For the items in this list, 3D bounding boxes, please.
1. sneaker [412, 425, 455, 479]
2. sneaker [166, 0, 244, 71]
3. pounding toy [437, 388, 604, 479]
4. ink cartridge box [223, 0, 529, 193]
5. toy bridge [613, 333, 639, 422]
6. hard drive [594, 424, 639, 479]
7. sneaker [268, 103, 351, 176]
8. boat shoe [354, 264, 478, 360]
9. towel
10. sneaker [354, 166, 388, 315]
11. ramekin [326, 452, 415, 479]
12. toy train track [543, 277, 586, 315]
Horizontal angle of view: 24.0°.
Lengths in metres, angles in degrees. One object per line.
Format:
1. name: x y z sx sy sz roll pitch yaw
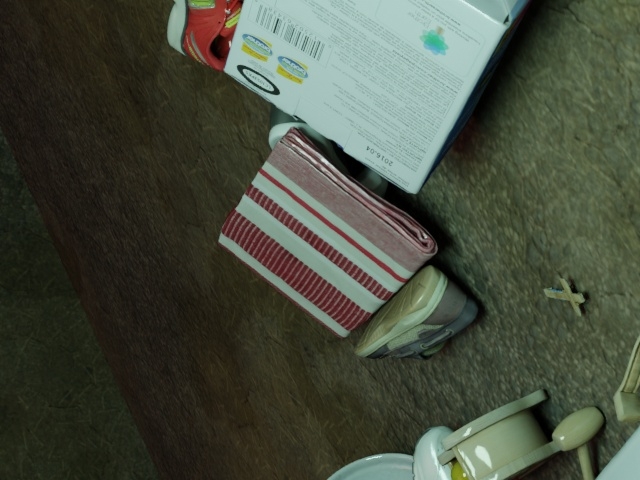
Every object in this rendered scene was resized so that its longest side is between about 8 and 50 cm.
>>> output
1. sneaker: 0.233 0.370 1.999 0.297 0.111 0.129 57 144 5
2. sneaker: -0.144 -0.353 2.144 0.118 0.107 0.279 36 149 19
3. pounding toy: 0.233 0.283 1.821 0.155 0.154 0.269 61 157 14
4. ink cartridge box: 0.058 -0.228 1.611 0.270 0.151 0.395 34 148 6
5. toy bridge: 0.349 0.114 1.549 0.188 0.026 0.063 113 158 -50
6. hard drive: 0.371 0.295 1.566 0.353 0.047 0.233 107 160 -57
7. sneaker: -0.008 -0.155 2.021 0.296 0.104 0.147 69 -155 -72
8. boat shoe: 0.123 0.114 1.974 0.092 0.103 0.285 33 155 -4
9. towel: 0.000 0.000 1.966 0.237 0.037 0.329 39 151 -1
10. sneaker: 0.062 0.004 2.036 0.115 0.105 0.281 35 150 14
11. ramekin: 0.094 0.420 2.196 0.207 0.207 0.109 36 151 50
12. toy train track: 0.277 0.060 1.699 0.048 0.014 0.083 64 163 -11
